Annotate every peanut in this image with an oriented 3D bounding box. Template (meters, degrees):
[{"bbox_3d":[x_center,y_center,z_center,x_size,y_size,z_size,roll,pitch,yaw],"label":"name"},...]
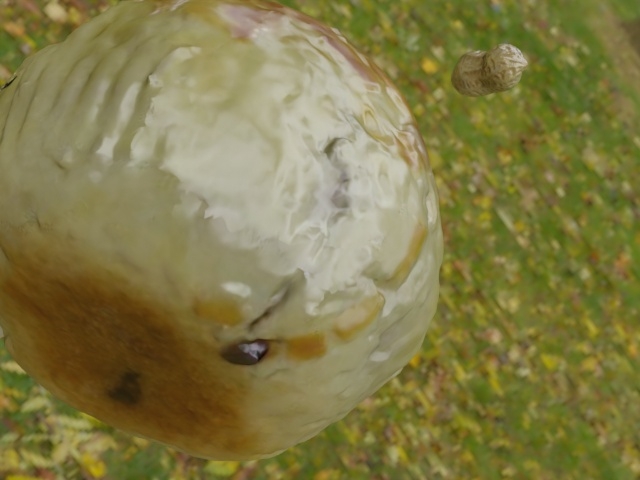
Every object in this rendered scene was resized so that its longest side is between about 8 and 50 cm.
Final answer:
[{"bbox_3d":[0.173,-0.175,1.420,0.054,0.113,0.054,2,85,-28],"label":"peanut"}]

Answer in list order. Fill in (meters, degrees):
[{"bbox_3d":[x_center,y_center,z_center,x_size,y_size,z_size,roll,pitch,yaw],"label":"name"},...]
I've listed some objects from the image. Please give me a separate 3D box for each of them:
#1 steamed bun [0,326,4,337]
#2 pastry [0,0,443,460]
[{"bbox_3d":[-0.370,-0.052,1.343,0.324,0.206,0.324,55,-13,19],"label":"steamed bun"},{"bbox_3d":[-0.079,-0.020,1.083,0.388,0.388,0.313,41,48,-19],"label":"pastry"}]
